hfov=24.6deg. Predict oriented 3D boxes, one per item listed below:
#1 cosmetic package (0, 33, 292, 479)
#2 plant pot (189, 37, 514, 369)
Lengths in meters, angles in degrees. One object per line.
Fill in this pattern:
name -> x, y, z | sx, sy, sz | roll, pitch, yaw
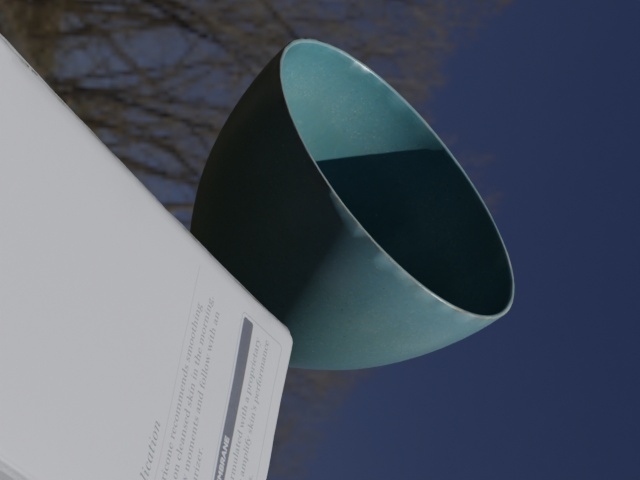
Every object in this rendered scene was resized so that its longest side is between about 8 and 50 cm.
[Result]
cosmetic package -> -0.167, 0.049, 0.555 | 0.224, 0.224, 0.138 | 50, 41, -46
plant pot -> 0.000, 0.000, 1.267 | 0.195, 0.290, 0.290 | -39, -138, 23
